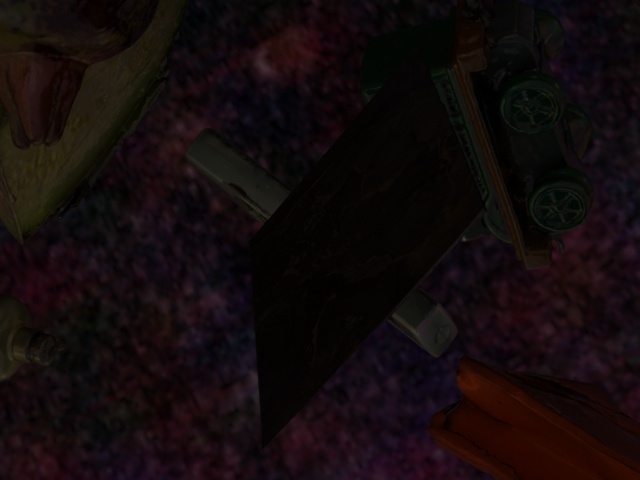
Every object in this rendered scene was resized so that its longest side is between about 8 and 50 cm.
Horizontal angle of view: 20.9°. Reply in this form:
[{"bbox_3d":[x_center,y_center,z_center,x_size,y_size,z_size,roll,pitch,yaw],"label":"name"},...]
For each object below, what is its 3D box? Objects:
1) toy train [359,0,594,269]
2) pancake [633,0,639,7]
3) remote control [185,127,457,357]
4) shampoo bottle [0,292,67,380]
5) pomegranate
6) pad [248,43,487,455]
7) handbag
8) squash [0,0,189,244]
[{"bbox_3d":[0.201,-0.137,2.171,0.249,0.178,0.429,-11,127,16],"label":"toy train"},{"bbox_3d":[0.310,-0.268,1.534,0.071,0.382,0.382,-49,138,-3],"label":"pancake"},{"bbox_3d":[-0.001,0.001,1.876,0.050,0.344,0.145,-51,160,-4],"label":"remote control"},{"bbox_3d":[-0.306,0.081,1.529,0.079,0.162,0.079,12,90,-68],"label":"shampoo bottle"},{"bbox_3d":[-0.247,-0.203,1.542,0.214,0.248,0.214,2,172,0],"label":"pomegranate"},{"bbox_3d":[0.023,-0.009,1.377,0.007,0.367,0.247,35,108,-18],"label":"pad"},{"bbox_3d":[0.338,0.264,1.918,0.303,0.410,0.116,17,99,-41],"label":"handbag"},{"bbox_3d":[-0.233,-0.181,1.808,0.309,0.210,0.233,-27,148,-16],"label":"squash"}]
